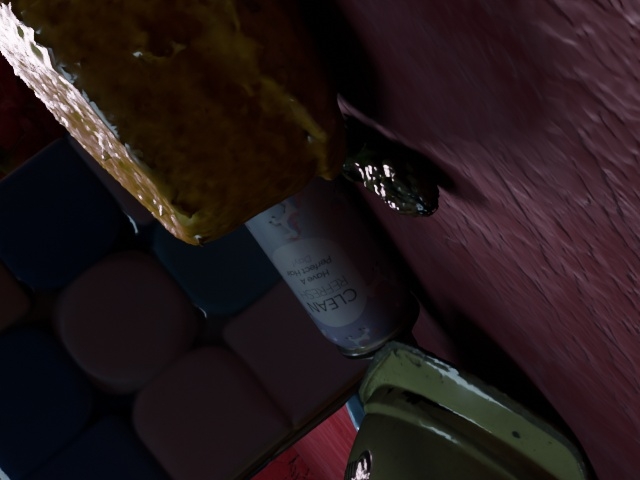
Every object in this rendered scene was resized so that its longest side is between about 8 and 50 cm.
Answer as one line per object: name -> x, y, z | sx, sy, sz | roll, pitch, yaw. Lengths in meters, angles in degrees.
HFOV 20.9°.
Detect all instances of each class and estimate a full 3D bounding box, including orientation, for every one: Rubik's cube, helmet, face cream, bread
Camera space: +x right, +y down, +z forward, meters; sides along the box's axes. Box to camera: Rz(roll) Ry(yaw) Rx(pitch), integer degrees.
Rubik's cube -> -0.185, 0.102, 1.671 | 0.346, 0.347, 0.344 | 50, 167, 7
helmet -> 0.086, 0.193, 1.221 | 0.204, 0.137, 0.257 | 28, 163, 23
face cream -> 0.000, 0.000, 1.218 | 0.229, 0.075, 0.075 | 55, 171, -25
bread -> -0.091, -0.112, 0.986 | 0.268, 0.145, 0.268 | 49, 174, 7

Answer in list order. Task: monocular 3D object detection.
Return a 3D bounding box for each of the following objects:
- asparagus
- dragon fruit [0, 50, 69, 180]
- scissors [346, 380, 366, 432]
asparagus -> 0.032, -0.042, 1.010 | 0.165, 0.030, 0.036 | 36, 148, 65
dragon fruit -> -0.355, -0.147, 1.748 | 0.227, 0.243, 0.307 | 11, 113, 50
scissors -> 0.119, 0.293, 1.734 | 0.447, 0.029, 0.193 | -128, 16, -59
